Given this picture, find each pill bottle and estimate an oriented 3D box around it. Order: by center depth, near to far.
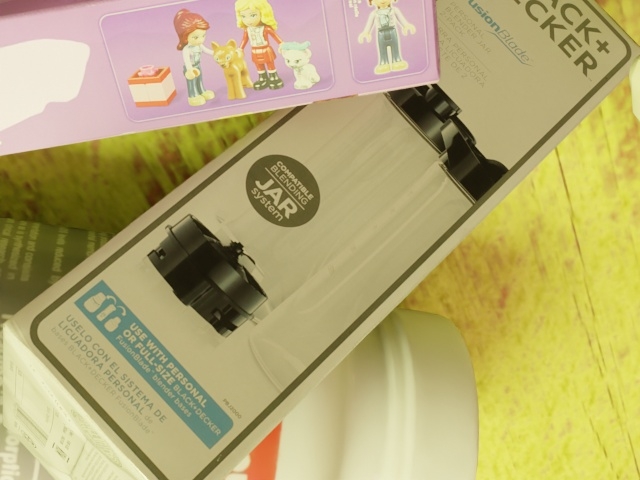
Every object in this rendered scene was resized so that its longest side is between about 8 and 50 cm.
[{"bbox_3d":[-0.108,0.102,0.595,0.363,0.210,0.210,8,127,-14],"label":"pill bottle"}]

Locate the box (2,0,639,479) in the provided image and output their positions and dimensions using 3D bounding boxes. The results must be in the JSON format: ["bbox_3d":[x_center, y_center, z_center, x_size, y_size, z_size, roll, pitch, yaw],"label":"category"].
[{"bbox_3d":[0.000,0.000,0.458,0.087,0.290,0.169,46,152,4],"label":"box"}]

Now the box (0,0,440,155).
[{"bbox_3d":[-0.112,-0.114,0.427,0.293,0.201,0.057,-9,129,1],"label":"box"}]

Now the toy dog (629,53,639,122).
[{"bbox_3d":[0.192,-0.189,0.272,0.395,0.408,0.284,-36,125,20],"label":"toy dog"}]
